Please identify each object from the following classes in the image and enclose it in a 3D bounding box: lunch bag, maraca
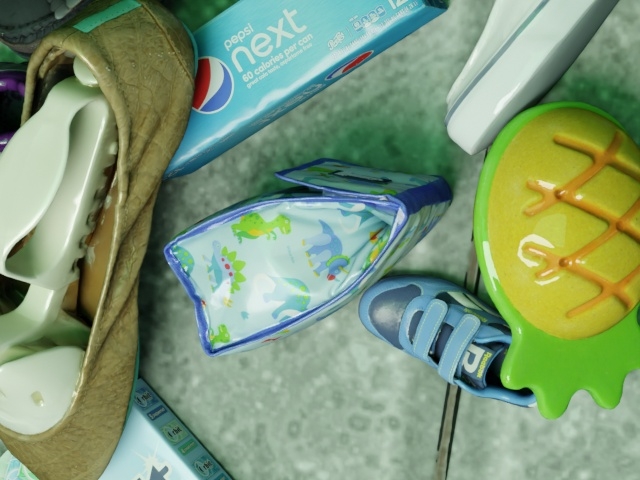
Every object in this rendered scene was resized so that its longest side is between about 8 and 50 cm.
[{"bbox_3d":[0.000,0.000,0.831,0.151,0.129,0.096,-21,92,19],"label":"lunch bag"},{"bbox_3d":[0.147,0.011,0.798,0.127,0.099,0.185,-6,94,-22],"label":"maraca"}]

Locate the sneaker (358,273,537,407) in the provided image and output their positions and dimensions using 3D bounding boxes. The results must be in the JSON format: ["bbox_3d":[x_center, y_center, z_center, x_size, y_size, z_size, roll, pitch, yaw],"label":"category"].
[{"bbox_3d":[0.089,0.063,0.849,0.144,0.059,0.053,21,105,14],"label":"sneaker"}]

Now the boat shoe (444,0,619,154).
[{"bbox_3d":[0.140,-0.172,0.794,0.084,0.095,0.258,37,95,13],"label":"boat shoe"}]

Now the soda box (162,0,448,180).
[{"bbox_3d":[-0.030,-0.118,0.853,0.210,0.071,0.067,-30,88,18],"label":"soda box"}]

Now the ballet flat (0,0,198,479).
[{"bbox_3d":[-0.162,0.017,0.819,0.116,0.124,0.342,27,113,20],"label":"ballet flat"}]

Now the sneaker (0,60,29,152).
[{"bbox_3d":[-0.261,-0.091,0.912,0.224,0.098,0.083,-4,96,17],"label":"sneaker"}]

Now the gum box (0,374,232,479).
[{"bbox_3d":[-0.139,0.197,0.945,0.184,0.041,0.157,47,107,6],"label":"gum box"}]

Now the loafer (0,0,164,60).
[{"bbox_3d":[-0.105,-0.223,0.841,0.302,0.095,0.109,-31,70,17],"label":"loafer"}]
